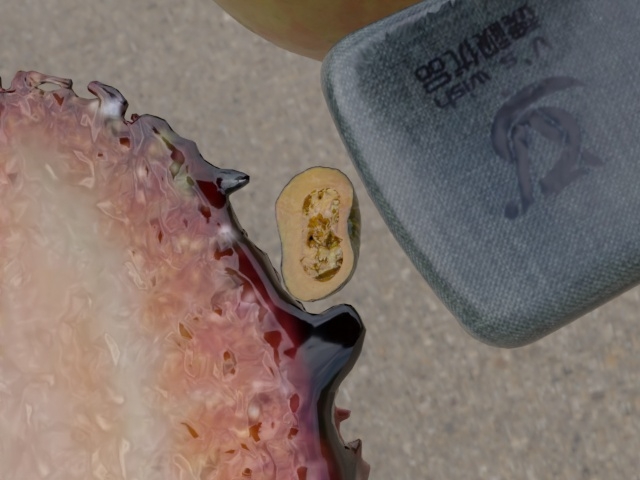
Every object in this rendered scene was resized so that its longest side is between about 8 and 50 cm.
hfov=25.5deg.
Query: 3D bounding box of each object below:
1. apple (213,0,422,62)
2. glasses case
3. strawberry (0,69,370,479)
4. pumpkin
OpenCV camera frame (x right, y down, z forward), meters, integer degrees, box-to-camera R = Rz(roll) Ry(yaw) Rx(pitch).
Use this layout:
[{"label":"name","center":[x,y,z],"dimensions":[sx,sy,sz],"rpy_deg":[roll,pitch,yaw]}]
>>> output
[{"label":"apple","center":[0.048,-0.311,0.998],"dimensions":[0.391,0.391,0.346],"rpy_deg":[-28,2,-5]},{"label":"glasses case","center":[0.163,-0.088,0.505],"dimensions":[0.323,0.131,0.074],"rpy_deg":[-30,-1,3]},{"label":"strawberry","center":[-0.074,0.086,0.614],"dimensions":[0.234,0.138,0.306],"rpy_deg":[0,83,15]},{"label":"pumpkin","center":[0.001,0.000,0.795],"dimensions":[0.050,0.028,0.083],"rpy_deg":[-11,60,25]}]
